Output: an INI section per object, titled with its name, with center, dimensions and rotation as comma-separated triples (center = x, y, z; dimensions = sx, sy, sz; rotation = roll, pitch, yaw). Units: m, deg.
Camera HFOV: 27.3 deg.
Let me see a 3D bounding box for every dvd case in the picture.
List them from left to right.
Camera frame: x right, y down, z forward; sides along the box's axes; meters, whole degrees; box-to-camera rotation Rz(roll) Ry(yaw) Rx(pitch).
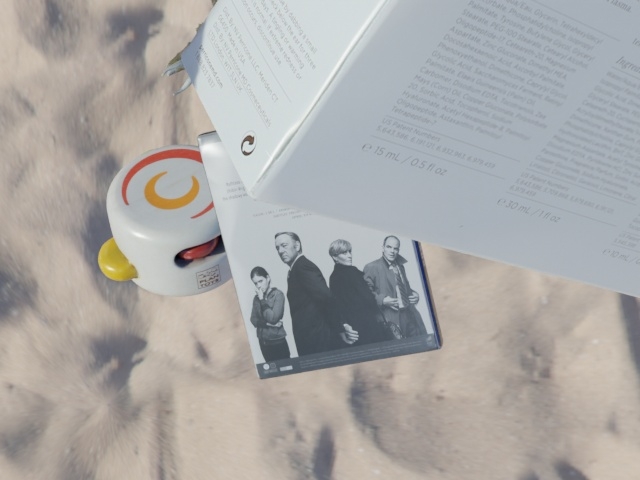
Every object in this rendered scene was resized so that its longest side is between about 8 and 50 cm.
[dvd case]
center = 0.000, 0.000, 1.207
dimensions = 0.179, 0.029, 0.238
rotation = -11, 100, 15

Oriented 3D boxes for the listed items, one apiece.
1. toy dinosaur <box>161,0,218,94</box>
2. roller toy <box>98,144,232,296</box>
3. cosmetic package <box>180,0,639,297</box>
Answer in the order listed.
[toy dinosaur]
center = -0.104, -0.348, 1.859
dimensions = 0.121, 0.160, 0.313
rotation = 24, 124, -16
[roller toy]
center = -0.194, -0.022, 1.832
dimensions = 0.191, 0.146, 0.209
rotation = 12, 49, 15
[cosmetic package]
center = 0.173, -0.111, 0.562
dimensions = 0.377, 0.284, 0.097
rotation = 14, 37, -40
